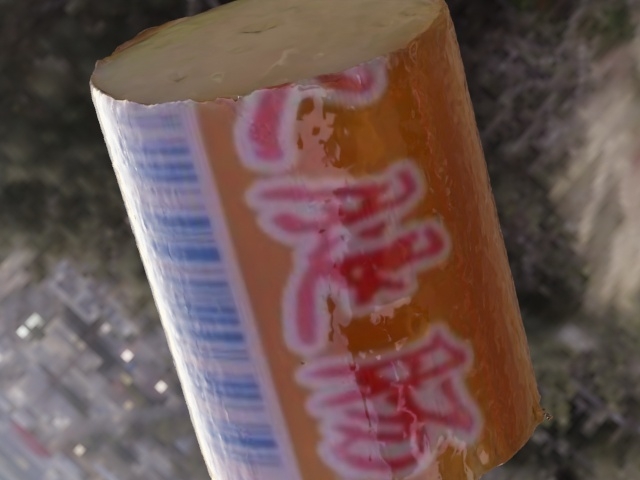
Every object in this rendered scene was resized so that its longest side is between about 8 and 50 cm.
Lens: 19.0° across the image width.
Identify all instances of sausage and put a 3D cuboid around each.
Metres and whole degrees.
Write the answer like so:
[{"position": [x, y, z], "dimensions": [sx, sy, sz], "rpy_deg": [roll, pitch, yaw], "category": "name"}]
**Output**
[{"position": [0.000, 0.000, 1.207], "dimensions": [0.233, 0.233, 0.287], "rpy_deg": [12, 122, 54], "category": "sausage"}]
